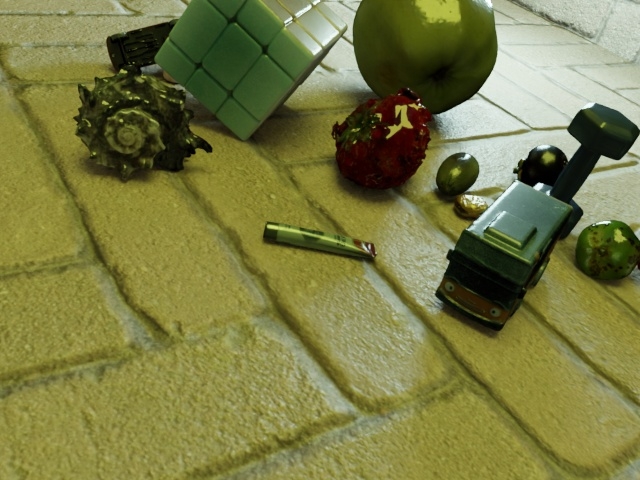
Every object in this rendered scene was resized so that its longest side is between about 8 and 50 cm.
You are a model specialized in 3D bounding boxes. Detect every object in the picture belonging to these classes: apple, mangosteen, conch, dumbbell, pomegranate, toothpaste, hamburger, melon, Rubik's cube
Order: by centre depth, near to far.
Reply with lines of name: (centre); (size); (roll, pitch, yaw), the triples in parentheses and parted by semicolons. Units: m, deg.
toothpaste: (0.000, 0.000, 1.408); (0.239, 0.039, 0.062); (11, 27, -9)
conch: (-0.393, -0.247, 1.482); (0.186, 0.240, 0.313); (1, -7, 44)
pomegranate: (0.677, 0.010, 1.567); (0.169, 0.122, 0.143); (-24, 28, -39)
dumbbell: (0.611, -0.163, 1.610); (0.144, 0.324, 0.160); (38, 40, 18)
hamburger: (0.370, -0.084, 1.658); (0.083, 0.044, 0.076); (4, 37, -11)
melon: (0.350, -0.169, 1.727); (0.099, 0.099, 0.162); (28, 39, 18)
Rubik's cube: (-0.171, -0.511, 1.742); (0.316, 0.322, 0.318); (41, 35, -7)
mangosteen: (0.601, -0.197, 1.851); (0.151, 0.137, 0.137); (-4, 19, 39)
apple: (0.316, -0.601, 2.043); (0.474, 0.473, 0.473); (10, 34, -7)

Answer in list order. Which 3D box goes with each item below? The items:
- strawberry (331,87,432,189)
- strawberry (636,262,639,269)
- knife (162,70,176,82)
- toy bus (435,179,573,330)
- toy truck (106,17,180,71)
strawberry: (0.169, -0.238, 1.669); (0.220, 0.274, 0.274); (40, 20, -34)
strawberry: (0.813, 0.084, 1.563); (0.121, 0.082, 0.188); (-27, 61, -26)
knife: (-0.384, -0.546, 2.044); (0.081, 0.043, 0.336); (17, 33, 4)
toy bus: (0.381, 0.022, 1.378); (0.162, 0.194, 0.323); (30, 37, 20)
toy truck: (-0.470, -0.553, 1.918); (0.253, 0.107, 0.114); (-15, 13, -2)
